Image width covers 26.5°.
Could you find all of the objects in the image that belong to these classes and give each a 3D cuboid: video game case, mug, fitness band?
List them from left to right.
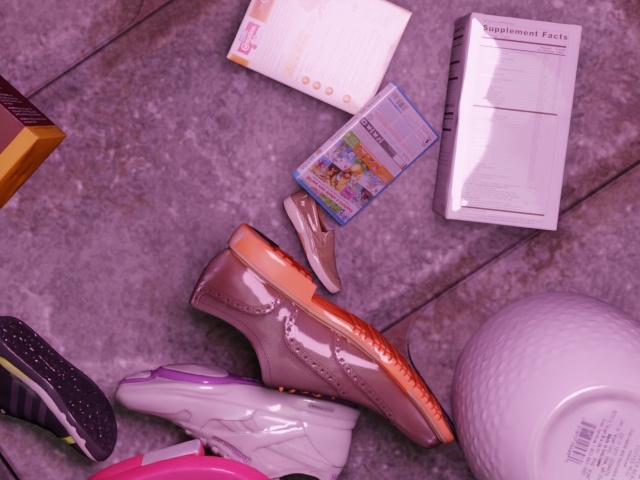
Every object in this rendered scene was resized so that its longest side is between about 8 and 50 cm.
[{"bbox_3d":[-0.180,0.359,1.691,0.291,0.054,0.209,-19,114,14],"label":"fitness band"},{"bbox_3d":[0.057,-0.105,1.674,0.166,0.015,0.119,-43,137,3],"label":"video game case"},{"bbox_3d":[0.276,0.255,1.586,0.276,0.328,0.374,33,94,-3],"label":"mug"}]

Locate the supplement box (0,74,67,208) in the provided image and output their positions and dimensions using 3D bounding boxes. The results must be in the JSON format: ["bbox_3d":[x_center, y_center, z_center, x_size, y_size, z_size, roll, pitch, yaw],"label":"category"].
[{"bbox_3d":[-0.431,-0.142,1.618,0.194,0.191,0.129,43,94,-4],"label":"supplement box"}]

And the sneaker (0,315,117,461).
[{"bbox_3d":[-0.356,0.195,1.720,0.097,0.084,0.234,-40,93,27],"label":"sneaker"}]

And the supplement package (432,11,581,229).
[{"bbox_3d":[0.223,-0.144,1.646,0.139,0.134,0.244,7,95,-4],"label":"supplement package"}]

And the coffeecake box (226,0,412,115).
[{"bbox_3d":[-0.002,-0.251,1.670,0.186,0.068,0.142,24,96,-2],"label":"coffeecake box"}]

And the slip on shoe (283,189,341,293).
[{"bbox_3d":[0.000,0.000,1.704,0.041,0.051,0.135,-26,87,9],"label":"slip on shoe"}]

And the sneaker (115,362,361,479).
[{"bbox_3d":[-0.109,0.238,1.691,0.305,0.114,0.152,11,94,-1],"label":"sneaker"}]

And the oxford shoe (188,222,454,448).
[{"bbox_3d":[0.004,0.143,1.644,0.364,0.130,0.132,41,92,-1],"label":"oxford shoe"}]
